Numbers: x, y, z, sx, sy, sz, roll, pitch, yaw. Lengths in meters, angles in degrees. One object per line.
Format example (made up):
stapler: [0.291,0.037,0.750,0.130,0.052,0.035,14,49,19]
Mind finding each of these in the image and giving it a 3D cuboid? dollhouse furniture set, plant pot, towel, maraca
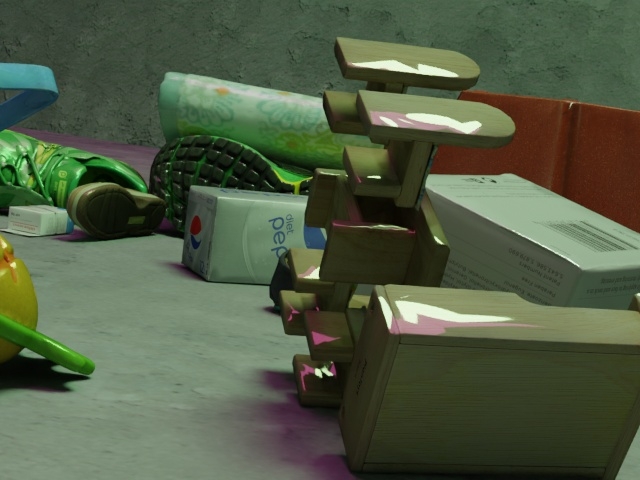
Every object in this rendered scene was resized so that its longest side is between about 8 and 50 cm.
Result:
dollhouse furniture set: [0.084,0.024,0.727,0.161,0.212,0.242,4,34,-14]
plant pot: [0.272,-0.050,1.401,0.267,0.235,0.267,2,9,-39]
towel: [-0.044,-0.114,1.666,0.321,0.090,0.374,8,-18,7]
maraca: [-0.223,0.038,0.730,0.186,0.099,0.127,35,-8,-35]

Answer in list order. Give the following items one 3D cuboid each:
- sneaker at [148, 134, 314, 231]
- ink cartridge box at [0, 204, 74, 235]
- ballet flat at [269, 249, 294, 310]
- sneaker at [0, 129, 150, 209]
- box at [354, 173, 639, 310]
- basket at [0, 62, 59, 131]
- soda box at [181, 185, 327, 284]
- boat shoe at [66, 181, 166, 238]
sneaker: [-0.061,-0.043,1.539,0.344,0.134,0.146,17,1,6]
ink cartridge box: [-0.333,-0.024,1.385,0.048,0.028,0.083,10,8,22]
ballet flat: [0.037,0.046,1.038,0.203,0.074,0.074,13,9,38]
sneaker: [-0.357,-0.083,1.517,0.296,0.109,0.123,5,3,-26]
box: [0.153,0.032,0.916,0.182,0.119,0.181,30,20,35]
basket: [-0.406,-0.094,1.032,0.289,0.201,0.255,-27,-16,37]
soda box: [0.000,0.000,1.287,0.286,0.091,0.098,4,8,-24]
boat shoe: [-0.263,-0.041,1.428,0.072,0.068,0.190,25,3,19]
